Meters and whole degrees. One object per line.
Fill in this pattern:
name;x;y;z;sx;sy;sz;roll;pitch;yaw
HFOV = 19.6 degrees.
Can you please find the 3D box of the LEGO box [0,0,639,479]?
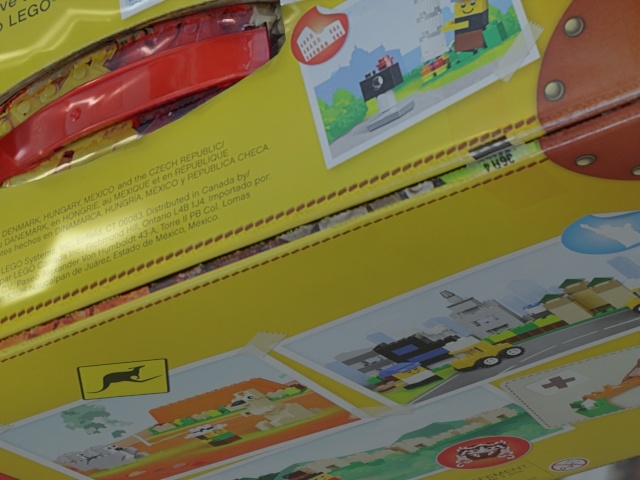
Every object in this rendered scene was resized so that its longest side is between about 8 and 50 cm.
LEGO box;0.000;0.000;0.923;0.500;0.193;0.372;-20;-29;24
